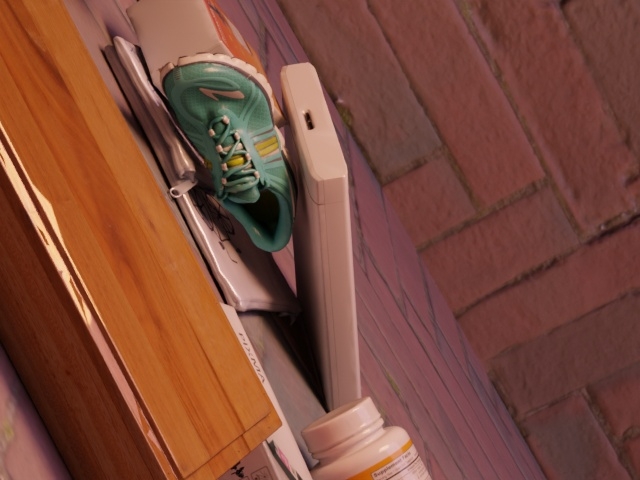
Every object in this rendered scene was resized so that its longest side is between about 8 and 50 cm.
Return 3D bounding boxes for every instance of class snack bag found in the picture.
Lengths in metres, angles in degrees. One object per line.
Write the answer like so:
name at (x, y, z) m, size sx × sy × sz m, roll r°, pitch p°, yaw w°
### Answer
snack bag at (-0.124, -0.063, 2.133) m, size 0.342 × 0.037 × 0.323 m, roll 64°, pitch 8°, yaw 8°

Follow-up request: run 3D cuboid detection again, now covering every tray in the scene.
tray at (-0.180, -0.006, 1.349) m, size 0.411 × 0.076 × 0.203 m, roll 62°, pitch 22°, yaw -1°

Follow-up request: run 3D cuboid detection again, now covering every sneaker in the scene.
sneaker at (-0.087, -0.097, 2.005) m, size 0.275 × 0.107 × 0.110 m, roll 58°, pitch 20°, yaw -44°

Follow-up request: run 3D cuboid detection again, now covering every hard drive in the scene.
hard drive at (0.000, 0.000, 2.186) m, size 0.233 × 0.047 × 0.353 m, roll -107°, pitch -171°, yaw -51°

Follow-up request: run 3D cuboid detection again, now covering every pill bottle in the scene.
pill bottle at (0.064, 0.276, 1.931) m, size 0.215 × 0.117 × 0.117 m, roll 62°, pitch 9°, yaw -1°

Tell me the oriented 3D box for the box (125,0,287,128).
box at (-0.129, -0.197, 2.100) m, size 0.170 × 0.091 × 0.130 m, roll 49°, pitch 14°, yaw -51°

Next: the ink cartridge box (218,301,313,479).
ink cartridge box at (-0.050, 0.192, 1.713) m, size 0.275 × 0.060 × 0.239 m, roll 65°, pitch 10°, yaw 13°

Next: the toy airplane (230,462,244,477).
toy airplane at (-0.110, 0.137, 1.537) m, size 0.151 × 0.028 × 0.151 m, roll 50°, pitch -10°, yaw 12°
